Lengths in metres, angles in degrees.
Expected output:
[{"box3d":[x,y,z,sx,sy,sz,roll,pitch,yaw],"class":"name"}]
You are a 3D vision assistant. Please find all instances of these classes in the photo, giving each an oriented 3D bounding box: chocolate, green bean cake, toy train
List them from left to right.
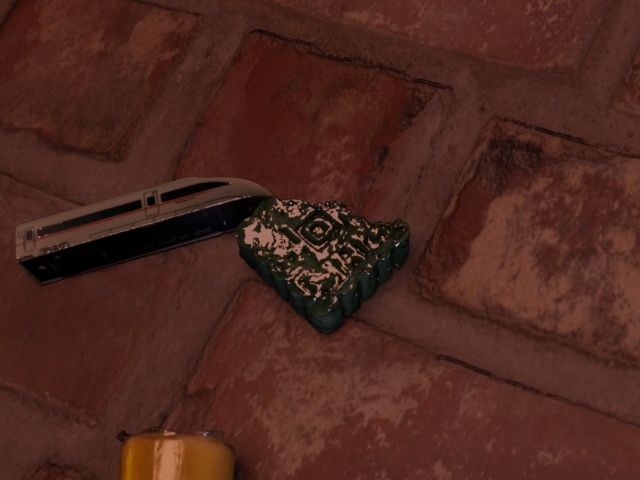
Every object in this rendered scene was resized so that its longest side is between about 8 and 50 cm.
[{"box3d":[-0.263,-0.034,1.596,0.407,0.086,0.088,-15,58,6],"class":"toy train"},{"box3d":[-0.202,0.468,1.325,0.162,0.162,0.445,-2,70,12],"class":"chocolate"},{"box3d":[0.000,0.000,1.491,0.208,0.107,0.193,41,81,17],"class":"green bean cake"}]
